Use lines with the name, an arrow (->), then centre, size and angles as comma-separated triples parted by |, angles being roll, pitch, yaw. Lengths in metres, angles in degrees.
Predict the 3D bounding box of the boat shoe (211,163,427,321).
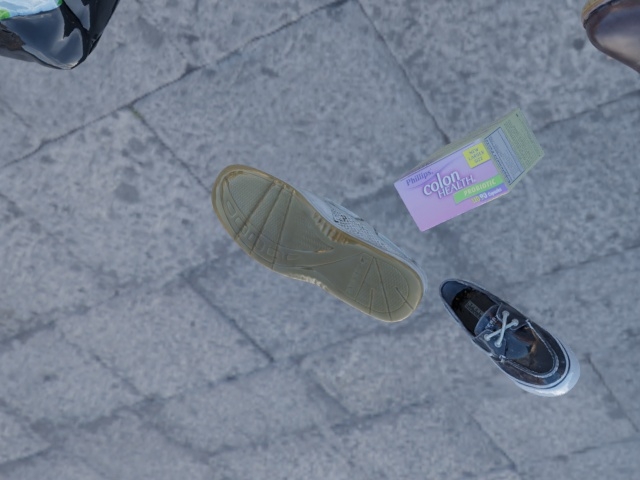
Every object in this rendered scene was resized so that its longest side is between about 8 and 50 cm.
boat shoe -> 0.000, 0.000, 1.029 | 0.277, 0.096, 0.098 | 33, 109, 11

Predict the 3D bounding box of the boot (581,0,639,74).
boot -> 0.316, -0.085, 0.681 | 0.248, 0.206, 0.090 | 14, 157, -10

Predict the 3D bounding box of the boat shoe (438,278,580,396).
boat shoe -> 0.310, 0.153, 1.496 | 0.108, 0.301, 0.102 | -49, 131, 5

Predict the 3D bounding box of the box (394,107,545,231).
box -> 0.306, -0.146, 1.783 | 0.213, 0.243, 0.117 | -26, 96, 37

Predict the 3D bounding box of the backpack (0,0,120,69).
backpack -> -0.243, -0.324, 0.517 | 0.273, 0.290, 0.355 | 13, 162, 11
